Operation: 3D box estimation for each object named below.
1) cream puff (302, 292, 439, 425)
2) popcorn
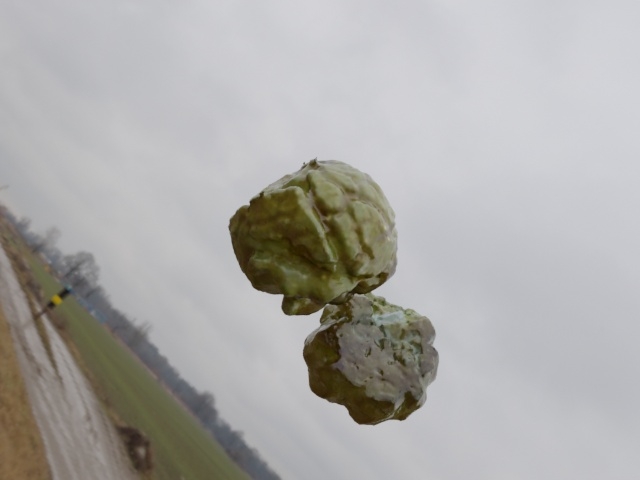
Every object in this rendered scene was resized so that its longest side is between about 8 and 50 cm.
[{"bbox_3d":[0.094,0.231,1.327,0.282,0.282,0.185,42,-33,13],"label":"cream puff"},{"bbox_3d":[-0.001,-0.008,1.135,0.247,0.282,0.282,59,-17,4],"label":"popcorn"}]
